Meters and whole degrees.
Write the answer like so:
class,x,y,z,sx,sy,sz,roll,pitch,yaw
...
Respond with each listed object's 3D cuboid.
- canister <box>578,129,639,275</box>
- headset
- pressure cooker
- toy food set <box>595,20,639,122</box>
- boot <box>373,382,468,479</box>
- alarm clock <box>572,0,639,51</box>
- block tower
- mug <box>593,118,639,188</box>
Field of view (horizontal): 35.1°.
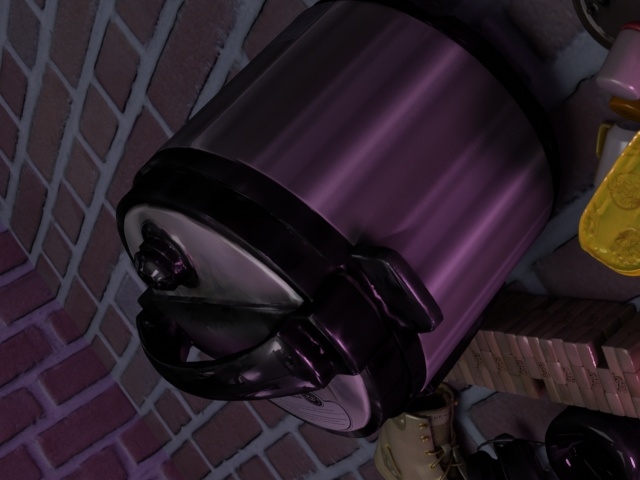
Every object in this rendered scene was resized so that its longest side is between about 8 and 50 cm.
class,x,y,z,sx,sy,sz,roll,pitch,yaw
canister,0.299,-0.025,0.870,0.073,0.170,0.126,37,102,29
headset,0.287,0.289,1.157,0.185,0.243,0.394,64,170,-4
pressure cooker,-0.004,-0.004,1.048,0.375,0.420,0.370,34,153,17
toy food set,0.312,-0.146,0.777,0.111,0.104,0.232,27,179,-25
boot,0.181,0.315,1.453,0.262,0.095,0.203,37,143,36
alarm clock,0.286,-0.202,0.866,0.192,0.064,0.129,58,149,-9
block tower,0.264,0.122,1.161,0.335,0.091,0.097,0,117,54
mug,0.290,-0.083,0.968,0.078,0.062,0.064,21,126,36
